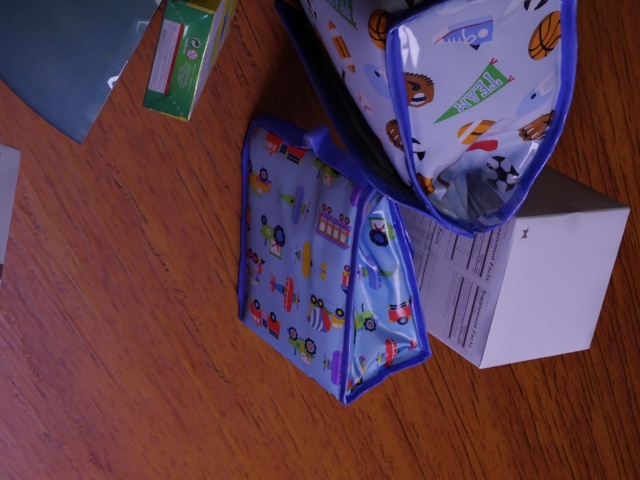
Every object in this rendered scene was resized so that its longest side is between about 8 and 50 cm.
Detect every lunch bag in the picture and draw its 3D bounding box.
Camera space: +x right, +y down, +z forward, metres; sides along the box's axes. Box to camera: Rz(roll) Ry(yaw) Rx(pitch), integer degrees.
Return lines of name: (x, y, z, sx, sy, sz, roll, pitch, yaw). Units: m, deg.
lunch bag: (0.000, 0.000, 1.589, 0.138, 0.221, 0.293, -27, 129, -27)
lunch bag: (0.096, -0.222, 1.420, 0.238, 0.328, 0.385, -23, 147, -6)

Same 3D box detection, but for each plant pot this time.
plant pot: (-0.229, -0.259, 1.242, 0.195, 0.290, 0.290, 29, 94, -11)

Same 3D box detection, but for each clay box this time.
clay box: (-0.117, -0.232, 1.390, 0.053, 0.222, 0.127, 17, 126, -3)

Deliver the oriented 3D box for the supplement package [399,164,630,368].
supplement package: (0.203, 0.004, 1.733, 0.199, 0.262, 0.198, -5, 117, -38)

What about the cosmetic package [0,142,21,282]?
cosmetic package: (-0.366, 0.009, 1.310, 0.117, 0.085, 0.231, 21, 71, -48)
